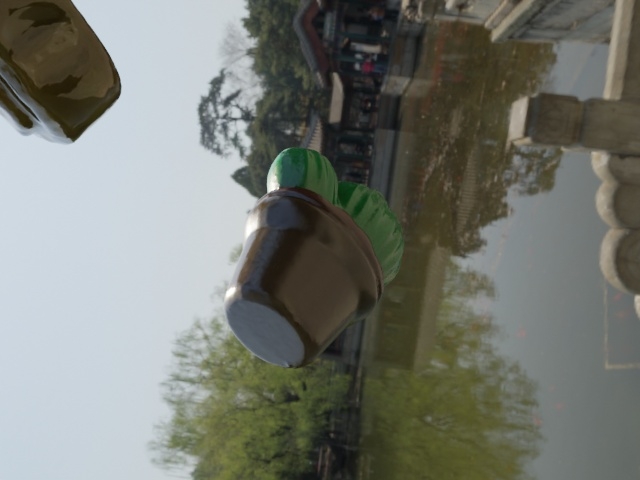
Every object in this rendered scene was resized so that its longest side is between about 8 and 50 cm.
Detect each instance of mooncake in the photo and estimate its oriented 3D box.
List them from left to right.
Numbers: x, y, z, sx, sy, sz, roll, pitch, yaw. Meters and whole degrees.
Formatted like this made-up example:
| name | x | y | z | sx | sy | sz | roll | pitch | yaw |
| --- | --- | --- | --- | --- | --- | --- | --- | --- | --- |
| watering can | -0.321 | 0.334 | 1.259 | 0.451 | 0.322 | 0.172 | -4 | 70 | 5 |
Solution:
| name | x | y | z | sx | sy | sz | roll | pitch | yaw |
| --- | --- | --- | --- | --- | --- | --- | --- | --- | --- |
| mooncake | -0.321 | -0.207 | 0.538 | 0.117 | 0.235 | 0.235 | -51 | -14 | -20 |

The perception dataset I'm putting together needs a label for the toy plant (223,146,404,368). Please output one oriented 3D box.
| name | x | y | z | sx | sy | sz | roll | pitch | yaw |
| --- | --- | --- | --- | --- | --- | --- | --- | --- | --- |
| toy plant | 0.000 | 0.000 | 0.428 | 0.143 | 0.105 | 0.200 | 54 | -140 | -19 |
